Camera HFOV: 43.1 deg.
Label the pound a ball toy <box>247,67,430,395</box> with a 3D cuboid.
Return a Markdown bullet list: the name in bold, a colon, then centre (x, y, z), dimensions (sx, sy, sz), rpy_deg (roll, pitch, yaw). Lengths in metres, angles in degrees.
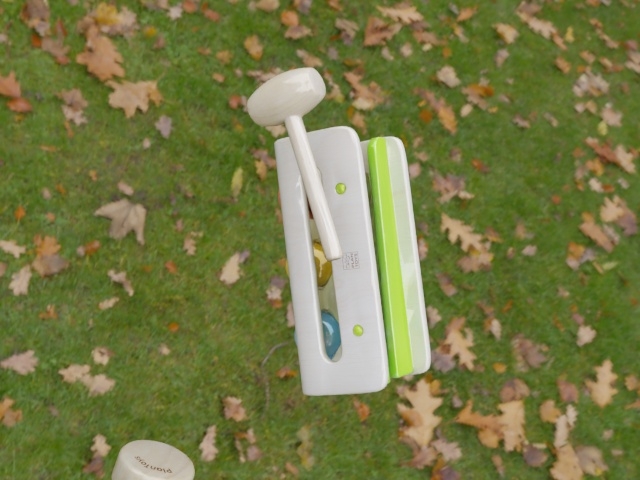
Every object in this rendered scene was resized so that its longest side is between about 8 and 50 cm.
- **pound a ball toy**: centre (0.000, 0.000, 0.853), dimensions (0.208, 0.136, 0.318), rpy_deg (-3, 85, -60)

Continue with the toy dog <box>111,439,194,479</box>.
- **toy dog**: centre (-0.234, 0.301, 0.739), dimensions (0.161, 0.220, 0.334), rpy_deg (23, 29, 39)
